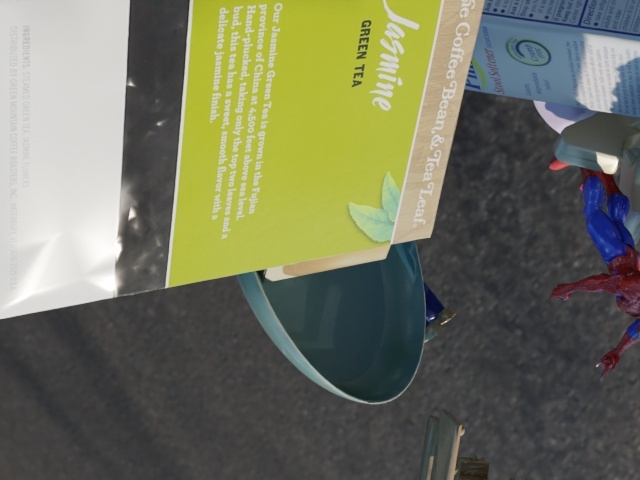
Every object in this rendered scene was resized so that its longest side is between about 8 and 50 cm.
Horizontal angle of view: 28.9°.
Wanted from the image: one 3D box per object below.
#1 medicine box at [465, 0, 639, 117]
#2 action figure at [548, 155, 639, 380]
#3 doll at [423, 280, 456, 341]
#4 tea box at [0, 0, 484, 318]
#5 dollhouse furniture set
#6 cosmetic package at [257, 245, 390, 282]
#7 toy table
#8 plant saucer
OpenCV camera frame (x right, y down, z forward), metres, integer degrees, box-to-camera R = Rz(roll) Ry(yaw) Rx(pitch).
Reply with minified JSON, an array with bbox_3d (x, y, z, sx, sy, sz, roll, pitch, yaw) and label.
[{"bbox_3d":[0.265,-0.292,1.314,0.289,0.263,0.149,13,159,23],"label":"medicine box"},{"bbox_3d":[0.302,0.034,1.373,0.091,0.280,0.139,27,121,-32],"label":"action figure"},{"bbox_3d":[0.083,0.023,1.434,0.046,0.129,0.189,-30,96,35],"label":"doll"},{"bbox_3d":[-0.117,-0.149,0.852,0.329,0.324,0.220,50,140,43],"label":"tea box"},{"bbox_3d":[0.186,0.240,1.311,0.144,0.151,0.123,-138,55,-78],"label":"dollhouse furniture set"},{"bbox_3d":[-0.002,-0.008,1.038,0.041,0.115,0.060,108,143,-51],"label":"cosmetic package"},{"bbox_3d":[0.383,-0.123,1.437,0.274,0.161,0.252,4,134,0],"label":"toy table"},{"bbox_3d":[0.000,0.000,1.142,0.044,0.317,0.317,-21,111,29],"label":"plant saucer"}]
